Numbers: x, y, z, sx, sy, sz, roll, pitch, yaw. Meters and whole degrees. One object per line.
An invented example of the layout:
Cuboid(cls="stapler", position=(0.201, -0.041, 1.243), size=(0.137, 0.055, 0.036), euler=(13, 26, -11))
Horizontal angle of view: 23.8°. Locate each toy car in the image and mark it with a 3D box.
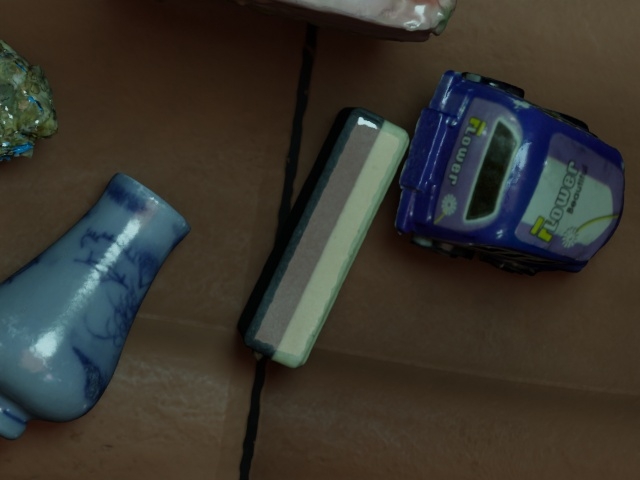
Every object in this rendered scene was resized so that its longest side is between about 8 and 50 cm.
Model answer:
Cuboid(cls="toy car", position=(0.199, -0.047, 1.416), size=(0.235, 0.158, 0.172), euler=(16, 94, -38))

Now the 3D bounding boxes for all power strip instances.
Cuboid(cls="power strip", position=(0.000, 0.000, 1.434), size=(0.070, 0.105, 0.256), euler=(26, 93, -7))

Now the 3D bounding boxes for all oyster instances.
Cuboid(cls="oyster", position=(-0.367, -0.116, 1.378), size=(0.260, 0.092, 0.198), euler=(10, 91, -7))

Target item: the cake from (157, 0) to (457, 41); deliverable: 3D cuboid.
Cuboid(cls="cake", position=(-0.003, -0.334, 1.297), size=(0.293, 0.307, 0.314), euler=(11, 95, -11))

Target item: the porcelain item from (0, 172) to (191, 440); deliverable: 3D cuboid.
Cuboid(cls="porcelain item", position=(-0.230, 0.063, 1.397), size=(0.141, 0.141, 0.259), euler=(37, 82, -11))
